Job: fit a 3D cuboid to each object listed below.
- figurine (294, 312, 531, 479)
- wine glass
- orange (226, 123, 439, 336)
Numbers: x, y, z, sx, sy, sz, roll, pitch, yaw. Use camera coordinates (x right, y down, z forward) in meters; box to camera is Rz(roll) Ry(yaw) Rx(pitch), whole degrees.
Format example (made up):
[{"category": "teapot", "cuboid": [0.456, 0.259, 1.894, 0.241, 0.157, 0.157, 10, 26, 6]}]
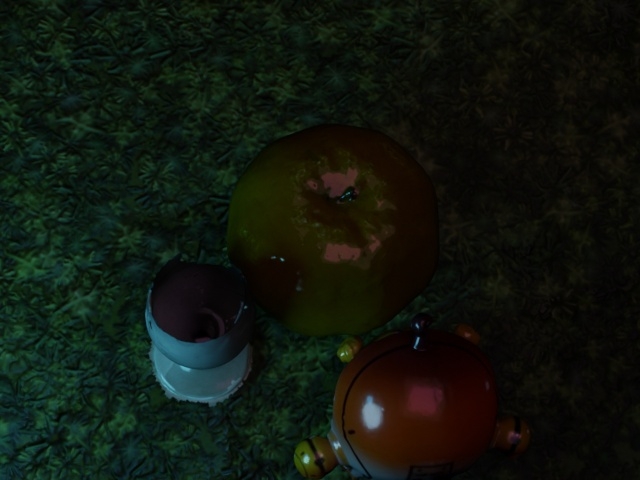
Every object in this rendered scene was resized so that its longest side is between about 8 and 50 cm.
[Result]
[{"category": "figurine", "cuboid": [0.127, 0.251, 1.831, 0.320, 0.196, 0.323, -6, 91, -11]}, {"category": "wine glass", "cuboid": [-0.148, 0.111, 1.760, 0.143, 0.321, 0.143, 2, 72, -6]}, {"category": "orange", "cuboid": [0.016, -0.010, 1.795, 0.279, 0.235, 0.279, 2, 65, -3]}]
